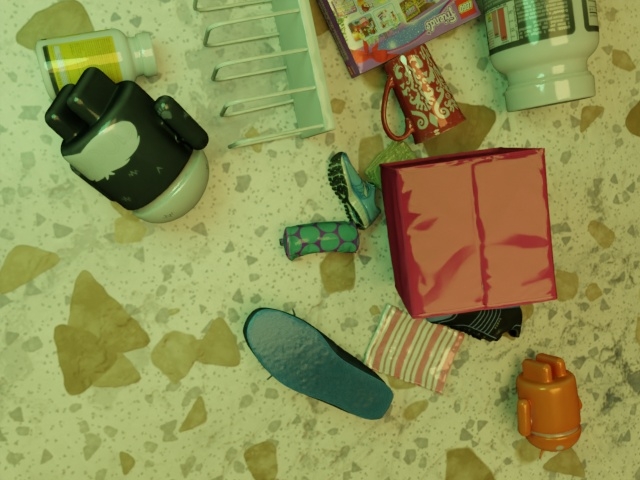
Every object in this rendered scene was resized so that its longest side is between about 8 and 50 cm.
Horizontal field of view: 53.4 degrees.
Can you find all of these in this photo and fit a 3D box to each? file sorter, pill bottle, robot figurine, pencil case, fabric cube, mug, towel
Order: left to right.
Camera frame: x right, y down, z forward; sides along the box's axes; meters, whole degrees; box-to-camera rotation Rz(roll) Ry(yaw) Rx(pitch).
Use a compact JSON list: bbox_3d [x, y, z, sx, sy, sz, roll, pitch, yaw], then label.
[{"bbox_3d":[-0.378,-0.303,1.086,0.184,0.103,0.103,-14,98,-15],"label":"pill bottle"},{"bbox_3d":[-0.312,-0.153,1.064,0.278,0.209,0.174,45,74,-33],"label":"robot figurine"},{"bbox_3d":[-0.105,-0.308,1.122,0.173,0.193,0.278,-15,98,-12],"label":"file sorter"},{"bbox_3d":[0.000,0.000,1.243,0.151,0.064,0.070,-6,111,-17],"label":"pencil case"},{"bbox_3d":[0.169,-0.124,1.303,0.110,0.027,0.148,-45,104,-9],"label":"towel"},{"bbox_3d":[0.198,0.229,1.339,0.197,0.029,0.144,22,87,-17],"label":"towel"},{"bbox_3d":[0.189,-0.282,1.247,0.150,0.113,0.169,-32,100,-34],"label":"mug"},{"bbox_3d":[0.259,-0.027,1.166,0.258,0.254,0.258,-8,98,1],"label":"fabric cube"},{"bbox_3d":[0.431,-0.450,1.257,0.210,0.210,0.363,-12,98,-15],"label":"pill bottle"},{"bbox_3d":[0.500,0.361,1.388,0.128,0.158,0.220,-6,98,24],"label":"robot figurine"}]

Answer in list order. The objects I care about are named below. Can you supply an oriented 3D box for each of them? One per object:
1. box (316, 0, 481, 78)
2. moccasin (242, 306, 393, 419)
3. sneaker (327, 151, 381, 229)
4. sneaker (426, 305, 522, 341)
[{"bbox_3d":[0.149,-0.474,1.251,0.293,0.057,0.201,-28,101,-13],"label":"box"},{"bbox_3d":[-0.017,0.245,1.234,0.342,0.117,0.138,41,83,-19],"label":"moccasin"},{"bbox_3d":[0.071,-0.105,1.266,0.073,0.063,0.162,-33,110,-25],"label":"sneaker"},{"bbox_3d":[0.328,0.172,1.345,0.232,0.081,0.091,-3,88,-17],"label":"sneaker"}]
